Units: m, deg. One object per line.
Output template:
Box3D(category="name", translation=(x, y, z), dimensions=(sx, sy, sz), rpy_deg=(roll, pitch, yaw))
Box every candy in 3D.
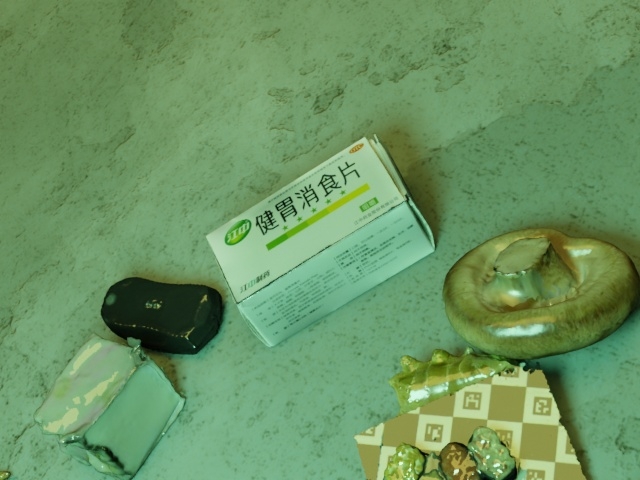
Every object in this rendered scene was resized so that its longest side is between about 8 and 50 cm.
Box3D(category="candy", translation=(-0.330, 0.258, 1.947), dimensions=(0.137, 0.185, 0.195), rpy_deg=(21, 67, 33))

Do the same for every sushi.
Box3D(category="sushi", translation=(0.201, 0.317, 1.669), dimensions=(0.290, 0.050, 0.264), rpy_deg=(-22, 63, 11))

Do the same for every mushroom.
Box3D(category="mushroom", translation=(0.310, 0.071, 1.778), dimensions=(0.278, 0.146, 0.278), rpy_deg=(-11, 30, 7))

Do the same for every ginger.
Box3D(category="ginger", translation=(0.178, 0.207, 1.787), dimensions=(0.205, 0.081, 0.115), rpy_deg=(-36, 51, 1))

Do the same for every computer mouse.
Box3D(category="computer mouse", translation=(-0.264, 0.126, 2.086), dimensions=(0.217, 0.073, 0.122), rpy_deg=(7, 61, 24))

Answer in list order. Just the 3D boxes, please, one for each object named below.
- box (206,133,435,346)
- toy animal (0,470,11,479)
Box3D(category="box", translation=(0.002, -0.001, 1.997), dimensions=(0.332, 0.145, 0.173), rpy_deg=(-31, 49, 3))
Box3D(category="toy animal", translation=(-0.532, 0.485, 1.965), dimensions=(0.149, 0.054, 0.275), rpy_deg=(-31, 46, 0))
